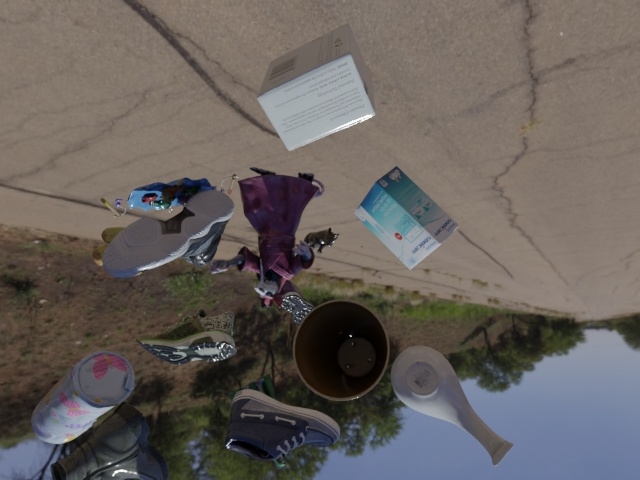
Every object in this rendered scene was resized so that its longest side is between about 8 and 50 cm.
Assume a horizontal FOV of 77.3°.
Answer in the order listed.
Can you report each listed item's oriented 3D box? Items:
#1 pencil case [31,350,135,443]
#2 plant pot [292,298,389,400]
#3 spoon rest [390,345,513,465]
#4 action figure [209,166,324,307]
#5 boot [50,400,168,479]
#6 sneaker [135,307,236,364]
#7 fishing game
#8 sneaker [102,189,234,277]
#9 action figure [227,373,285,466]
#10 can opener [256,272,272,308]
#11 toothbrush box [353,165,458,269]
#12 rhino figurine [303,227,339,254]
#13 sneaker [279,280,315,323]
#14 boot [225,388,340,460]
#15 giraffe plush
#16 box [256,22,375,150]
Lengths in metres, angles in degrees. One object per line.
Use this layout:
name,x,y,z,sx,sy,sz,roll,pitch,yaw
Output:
pencil case,-0.501,0.335,0.842,0.124,0.113,0.273,39,122,-17
plant pot,0.079,0.300,1.074,0.238,0.236,0.254,-5,159,14
spoon rest,0.271,0.346,0.857,0.276,0.137,0.084,42,177,31
action figure,-0.129,-0.004,1.081,0.249,0.369,0.276,4,-175,10
boot,-0.388,0.432,0.741,0.084,0.246,0.161,13,-145,29
sneaker,-0.479,0.342,1.473,0.411,0.181,0.158,-6,135,17
fishing game,-0.306,-0.088,0.842,0.265,0.041,0.189,-13,174,-20
sneaker,-0.287,0.014,0.796,0.269,0.101,0.153,-37,162,-35
action figure,-0.146,0.500,1.092,0.137,0.232,0.063,-18,171,-36
can opener,-0.198,0.170,1.472,0.059,0.186,0.073,-20,135,3
toothbrush box,0.290,-0.074,1.398,0.126,0.295,0.216,-40,172,-31
rhino figurine,0.000,0.000,1.670,0.073,0.106,0.243,39,155,-21
sneaker,-0.099,0.239,1.643,0.107,0.124,0.283,-25,143,0
boot,-0.056,0.307,0.624,0.190,0.086,0.069,24,119,-13
giraffe plush,-0.616,0.031,1.333,0.182,0.210,0.170,35,162,2
box,-0.004,-0.290,0.754,0.182,0.180,0.119,-18,129,18
